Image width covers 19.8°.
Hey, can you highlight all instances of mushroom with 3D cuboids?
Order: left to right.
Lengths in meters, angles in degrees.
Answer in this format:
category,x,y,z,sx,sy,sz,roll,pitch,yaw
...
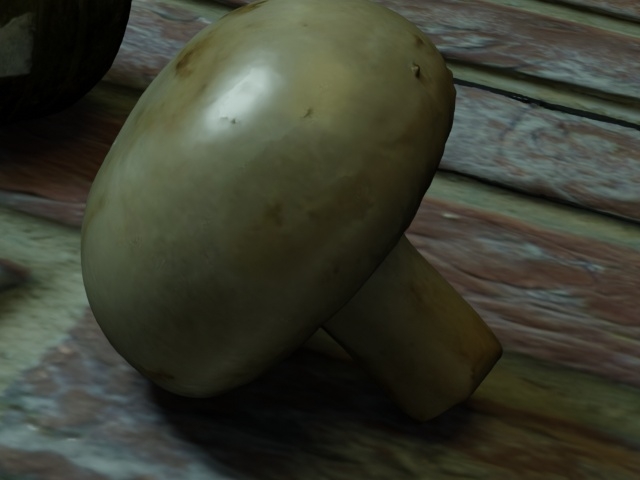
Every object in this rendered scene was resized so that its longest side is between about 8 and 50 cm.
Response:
category,x,y,z,sx,sy,sz,roll,pitch,yaw
mushroom,0.000,0.000,0.856,0.215,0.207,0.207,43,19,-14

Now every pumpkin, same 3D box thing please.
category,x,y,z,sx,sy,sz,roll,pitch,yaw
pumpkin,-0.239,-0.176,1.119,0.260,0.189,0.260,11,23,-5
